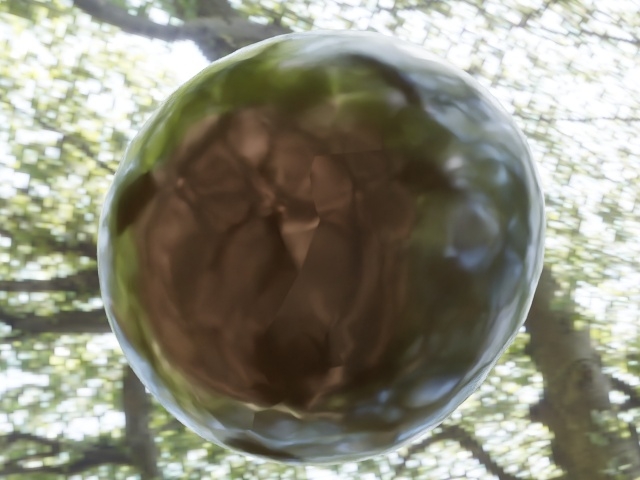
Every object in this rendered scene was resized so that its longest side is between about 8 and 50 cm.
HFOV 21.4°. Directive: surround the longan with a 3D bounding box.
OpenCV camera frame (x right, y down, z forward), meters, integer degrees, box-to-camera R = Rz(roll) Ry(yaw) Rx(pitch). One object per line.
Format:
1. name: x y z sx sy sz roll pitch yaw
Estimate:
1. longan: 0.004 0.002 1.087 0.297 0.297 0.297 -2 -94 26
